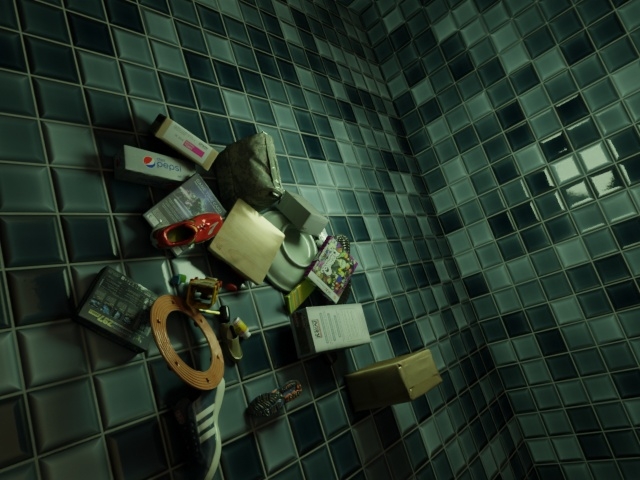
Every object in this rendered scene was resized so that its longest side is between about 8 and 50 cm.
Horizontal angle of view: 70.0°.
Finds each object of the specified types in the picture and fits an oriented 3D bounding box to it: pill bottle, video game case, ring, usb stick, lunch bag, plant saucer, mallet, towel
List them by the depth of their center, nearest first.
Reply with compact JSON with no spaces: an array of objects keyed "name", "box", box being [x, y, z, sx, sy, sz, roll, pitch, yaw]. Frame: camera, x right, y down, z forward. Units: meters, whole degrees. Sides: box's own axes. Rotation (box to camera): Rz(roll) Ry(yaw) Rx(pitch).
[{"name":"ring","box":[-0.424,0.323,1.451,0.337,0.032,0.336,56,9,-13]},{"name":"mallet","box":[-0.411,0.249,1.653,0.189,0.039,0.062,23,43,-33]},{"name":"video game case","box":[-0.494,-0.096,1.685,0.274,0.026,0.196,-49,117,-35]},{"name":"pill bottle","box":[-0.300,0.332,1.721,0.083,0.043,0.043,52,38,-13]},{"name":"lunch bag","box":[-0.284,-0.277,1.935,0.212,0.256,0.305,10,62,-46]},{"name":"usb stick","box":[-0.011,0.418,2.010,0.278,0.045,0.077,60,30,-4]},{"name":"towel","box":[-0.075,0.218,2.010,0.237,0.021,0.102,-43,140,-43]},{"name":"video game case","box":[0.051,0.131,2.057,0.210,0.041,0.232,47,61,-28]},{"name":"plant saucer","box":[-0.127,0.036,2.061,0.400,0.100,0.401,27,50,-38]}]

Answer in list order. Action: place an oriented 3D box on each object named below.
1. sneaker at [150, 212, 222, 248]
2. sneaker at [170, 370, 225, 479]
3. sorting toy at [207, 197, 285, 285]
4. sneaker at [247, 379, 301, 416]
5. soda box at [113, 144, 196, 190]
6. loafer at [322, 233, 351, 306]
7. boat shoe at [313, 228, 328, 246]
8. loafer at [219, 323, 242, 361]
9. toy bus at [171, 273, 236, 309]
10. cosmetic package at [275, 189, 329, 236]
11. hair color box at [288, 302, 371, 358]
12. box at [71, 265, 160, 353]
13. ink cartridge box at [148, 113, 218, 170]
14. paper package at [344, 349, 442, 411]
[{"name":"sneaker","box":[-0.454,-0.029,1.617,0.279,0.118,0.107,-25,104,-40]},{"name":"sneaker","box":[-0.394,0.570,1.406,0.148,0.131,0.350,31,37,-37]},{"name":"sorting toy","box":[-0.306,0.012,1.838,0.257,0.089,0.256,41,55,-24]},{"name":"sneaker","box":[-0.172,0.592,1.688,0.221,0.087,0.083,-13,68,-34]},{"name":"soda box","box":[-0.603,-0.257,1.683,0.286,0.091,0.098,8,65,-47]},{"name":"loafer","box":[0.064,0.156,2.177,0.133,0.130,0.366,14,79,-36]},{"name":"boat shoe","box":[0.000,0.000,2.265,0.075,0.083,0.226,-25,88,-26]},{"name":"loafer","box":[-0.323,0.371,1.665,0.056,0.050,0.148,-21,85,-52]},{"name":"toy bus","box":[-0.409,0.188,1.604,0.202,0.190,0.105,13,87,-50]},{"name":"cosmetic package","box":[-0.085,-0.124,2.067,0.127,0.107,0.238,18,16,-47]},{"name":"hair color box","box":[0.048,0.382,1.968,0.374,0.113,0.186,5,65,-49]},{"name":"box","box":[-0.611,0.216,1.414,0.232,0.059,0.184,39,43,-29]},{"name":"ink cartridge box","box":[-0.529,-0.381,1.764,0.234,0.193,0.088,35,89,-33]},{"name":"paper package","box":[0.326,0.624,2.049,0.309,0.324,0.168,-2,70,-49]}]
